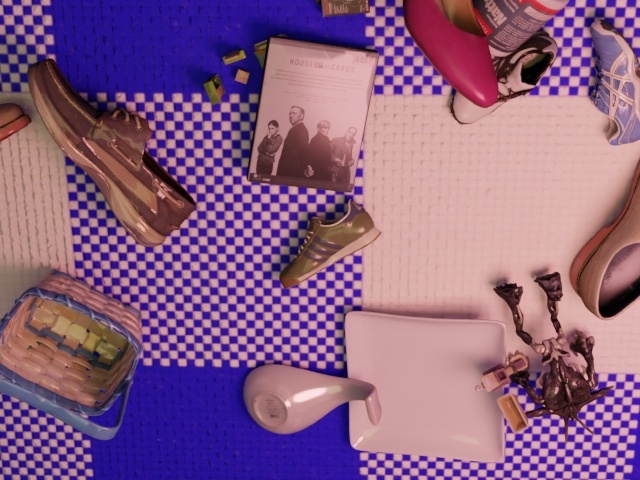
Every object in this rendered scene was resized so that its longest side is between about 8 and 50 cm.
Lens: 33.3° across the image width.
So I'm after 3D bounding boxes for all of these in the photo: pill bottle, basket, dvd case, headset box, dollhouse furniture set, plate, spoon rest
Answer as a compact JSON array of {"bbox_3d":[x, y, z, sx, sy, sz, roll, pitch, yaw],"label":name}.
[{"bbox_3d":[0.274,-0.341,1.607,0.108,0.108,0.180,38,133,-11],"label":"pill bottle"},{"bbox_3d":[-0.419,0.194,1.764,0.255,0.289,0.201,30,109,-7],"label":"basket"},{"bbox_3d":[-0.014,-0.199,1.719,0.179,0.029,0.238,6,111,-13],"label":"dvd case"},{"bbox_3d":[0.033,-0.383,1.665,0.083,0.032,0.062,-4,111,2],"label":"headset box"},{"bbox_3d":[0.307,0.258,1.744,0.091,0.081,0.114,-34,79,36],"label":"dollhouse furniture set"},{"bbox_3d":[-0.108,-0.268,1.700,0.152,0.058,0.076,-18,109,9],"label":"dollhouse furniture set"},{"bbox_3d":[0.185,0.250,1.870,0.277,0.045,0.278,2,111,13],"label":"plate"},{"bbox_3d":[-0.014,0.280,1.878,0.276,0.084,0.137,-3,109,29],"label":"spoon rest"}]

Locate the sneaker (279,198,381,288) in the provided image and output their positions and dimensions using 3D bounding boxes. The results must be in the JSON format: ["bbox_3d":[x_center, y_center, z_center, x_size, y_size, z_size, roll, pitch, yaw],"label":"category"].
[{"bbox_3d":[0.000,0.000,1.799,0.192,0.064,0.086,-29,99,12],"label":"sneaker"}]

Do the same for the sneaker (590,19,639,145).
[{"bbox_3d":[0.461,-0.242,1.674,0.081,0.080,0.211,-23,107,7],"label":"sneaker"}]

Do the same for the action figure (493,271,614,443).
[{"bbox_3d":[0.393,0.195,1.815,0.164,0.141,0.275,-17,94,6],"label":"action figure"}]

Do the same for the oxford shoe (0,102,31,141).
[{"bbox_3d":[-0.642,-0.186,1.723,0.348,0.123,0.130,-12,104,6],"label":"oxford shoe"}]

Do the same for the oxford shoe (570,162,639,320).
[{"bbox_3d":[0.556,-0.034,1.713,0.140,0.146,0.397,26,109,-7],"label":"oxford shoe"}]

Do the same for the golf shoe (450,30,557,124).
[{"bbox_3d":[0.284,-0.250,1.673,0.198,0.094,0.077,-41,105,17],"label":"golf shoe"}]

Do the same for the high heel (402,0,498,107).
[{"bbox_3d":[0.198,-0.382,1.523,0.181,0.127,0.377,-35,76,33],"label":"high heel"}]

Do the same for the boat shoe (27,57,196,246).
[{"bbox_3d":[-0.330,-0.156,1.729,0.130,0.132,0.355,-33,115,4],"label":"boat shoe"}]
